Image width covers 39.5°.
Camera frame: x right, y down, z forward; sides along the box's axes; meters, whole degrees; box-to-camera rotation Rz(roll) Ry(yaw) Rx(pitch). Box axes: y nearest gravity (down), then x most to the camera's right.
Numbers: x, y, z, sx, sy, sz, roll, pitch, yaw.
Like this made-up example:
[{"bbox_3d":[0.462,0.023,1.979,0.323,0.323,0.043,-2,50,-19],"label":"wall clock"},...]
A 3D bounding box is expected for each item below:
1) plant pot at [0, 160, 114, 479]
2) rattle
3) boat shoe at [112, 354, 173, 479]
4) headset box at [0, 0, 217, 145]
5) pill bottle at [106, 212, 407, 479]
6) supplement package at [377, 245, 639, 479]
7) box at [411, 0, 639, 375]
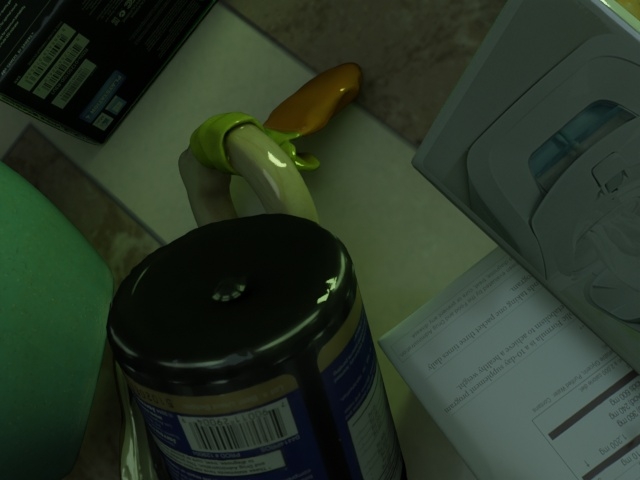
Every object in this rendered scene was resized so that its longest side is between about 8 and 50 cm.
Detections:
[{"bbox_3d":[-0.241,0.066,0.561,0.195,0.290,0.290,14,83,-16],"label":"plant pot"},{"bbox_3d":[0.000,0.000,0.600,0.130,0.142,0.200,-35,86,42],"label":"rattle"},{"bbox_3d":[-0.108,0.106,0.605,0.049,0.056,0.152,-5,88,12],"label":"boat shoe"},{"bbox_3d":[-0.212,-0.259,0.663,0.283,0.131,0.246,40,94,20],"label":"headset box"},{"bbox_3d":[-0.021,0.106,0.477,0.122,0.219,0.123,-11,33,7],"label":"pill bottle"},{"bbox_3d":[0.165,0.115,0.466,0.134,0.139,0.244,-39,70,7],"label":"supplement package"},{"bbox_3d":[0.217,-0.044,0.406,0.231,0.127,0.262,45,51,15],"label":"box"}]
